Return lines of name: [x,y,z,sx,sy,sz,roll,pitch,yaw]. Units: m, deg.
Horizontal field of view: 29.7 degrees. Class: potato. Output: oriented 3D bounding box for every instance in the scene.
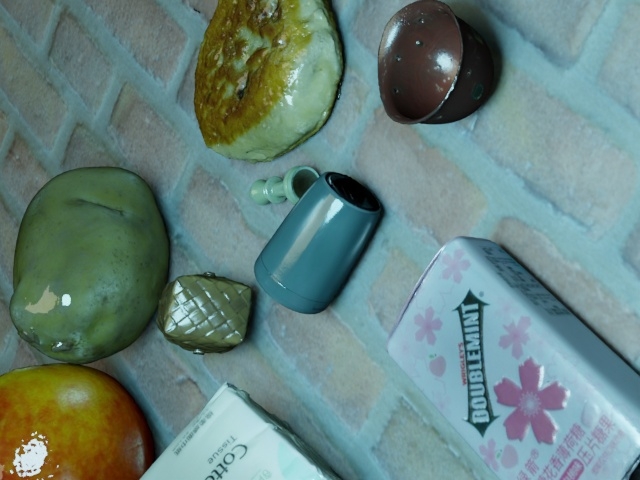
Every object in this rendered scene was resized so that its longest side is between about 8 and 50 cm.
potato: [-0.372,0.044,1.961,0.221,0.243,0.326,-21,58,40]

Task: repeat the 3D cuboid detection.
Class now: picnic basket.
picnic basket: [-0.179,0.111,1.838,0.178,0.138,0.128,162,118,-81]

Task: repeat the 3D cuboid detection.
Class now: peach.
peach: [-0.446,0.391,1.943,0.388,0.388,0.388,-7,80,47]

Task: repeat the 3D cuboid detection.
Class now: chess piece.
chess piece: [-0.064,-0.076,1.784,0.149,0.059,0.059,-4,83,52]

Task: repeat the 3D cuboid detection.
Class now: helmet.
helmet: [0.153,-0.214,1.517,0.175,0.106,0.155,47,117,46]

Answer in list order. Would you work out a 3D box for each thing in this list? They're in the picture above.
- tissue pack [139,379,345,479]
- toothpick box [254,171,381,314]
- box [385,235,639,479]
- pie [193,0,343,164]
tissue pack: [-0.137,0.407,1.613,0.356,0.194,0.266,-50,43,-4]
toothpick box: [0.000,0.000,1.655,0.184,0.120,0.120,-56,49,24]
box: [0.240,0.173,1.374,0.369,0.112,0.190,47,120,41]
pie: [-0.089,-0.268,1.808,0.315,0.092,0.315,-9,78,49]
